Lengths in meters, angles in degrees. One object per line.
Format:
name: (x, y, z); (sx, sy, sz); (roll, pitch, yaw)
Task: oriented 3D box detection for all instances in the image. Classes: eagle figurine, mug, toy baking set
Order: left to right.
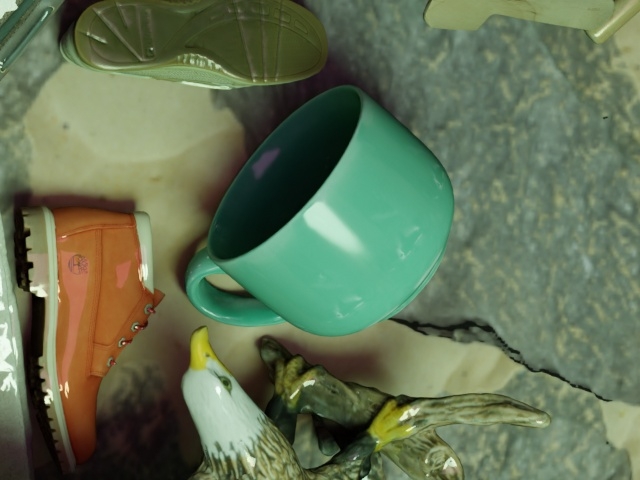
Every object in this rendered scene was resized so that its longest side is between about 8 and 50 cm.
eagle figurine: (-0.055, 0.157, 0.986); (0.225, 0.226, 0.298); (50, 44, -3)
mug: (0.006, -0.008, 1.057); (0.097, 0.157, 0.129); (39, 64, -21)
toy baking set: (0.174, -0.197, 1.060); (0.256, 0.030, 0.197); (-43, 142, 10)

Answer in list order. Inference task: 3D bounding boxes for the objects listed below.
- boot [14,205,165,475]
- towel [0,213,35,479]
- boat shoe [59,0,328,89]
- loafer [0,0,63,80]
boot: (-0.129, 0.057, 1.058); (0.084, 0.059, 0.158); (-4, 100, -20)
towel: (-0.258, 0.092, 1.019); (0.187, 0.049, 0.282); (-5, 106, -7)
boat shoe: (-0.072, -0.114, 1.054); (0.153, 0.048, 0.056); (-5, 89, -22)
loafer: (-0.161, -0.151, 1.002); (0.267, 0.096, 0.084); (-43, 122, 3)
